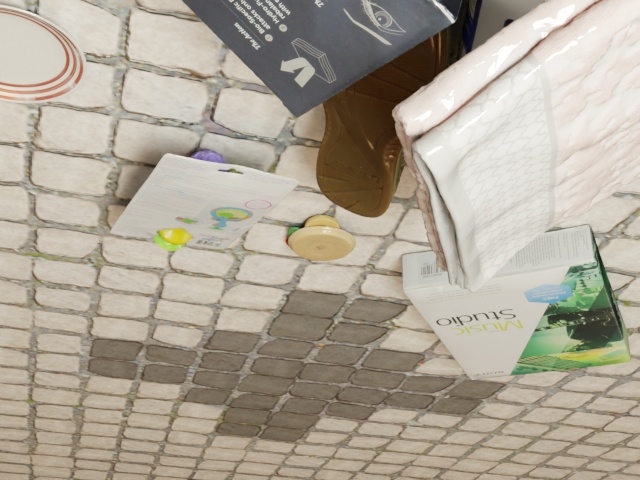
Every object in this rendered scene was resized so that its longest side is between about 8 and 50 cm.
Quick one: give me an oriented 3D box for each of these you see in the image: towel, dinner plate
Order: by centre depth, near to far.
[{"bbox_3d":[0.214,-0.097,0.764,0.317,0.053,0.332,-34,157,0],"label":"towel"},{"bbox_3d":[-0.278,-0.168,0.896,0.141,0.017,0.141,2,151,1],"label":"dinner plate"}]

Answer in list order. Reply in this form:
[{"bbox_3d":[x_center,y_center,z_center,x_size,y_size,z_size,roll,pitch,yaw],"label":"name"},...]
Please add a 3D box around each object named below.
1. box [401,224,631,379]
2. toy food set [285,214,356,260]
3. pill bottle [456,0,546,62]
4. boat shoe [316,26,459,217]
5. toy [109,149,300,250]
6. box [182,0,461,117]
[{"bbox_3d":[0.263,0.093,1.312,0.232,0.059,0.322,-10,151,21],"label":"box"},{"bbox_3d":[0.000,0.000,1.190,0.082,0.020,0.083,-22,144,37],"label":"toy food set"},{"bbox_3d":[0.167,-0.180,0.751,0.112,0.112,0.187,2,152,0],"label":"pill bottle"},{"bbox_3d":[0.057,-0.132,0.892,0.104,0.089,0.285,28,148,5],"label":"boat shoe"},{"bbox_3d":[-0.128,-0.052,1.065,0.136,0.056,0.237,9,156,-22],"label":"toy"},{"bbox_3d":[-0.004,-0.195,0.706,0.158,0.093,0.156,-25,121,39],"label":"box"}]
